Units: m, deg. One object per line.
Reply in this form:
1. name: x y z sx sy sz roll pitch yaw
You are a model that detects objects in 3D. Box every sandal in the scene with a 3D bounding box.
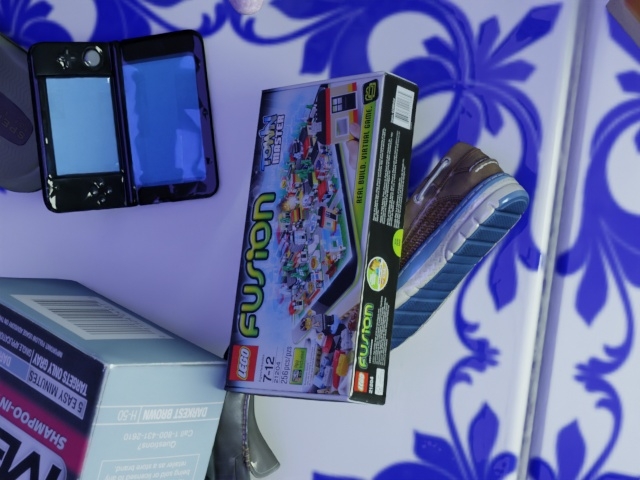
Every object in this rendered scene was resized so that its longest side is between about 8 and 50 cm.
1. sandal: -0.310 -0.143 0.975 0.303 0.086 0.120 31 103 17

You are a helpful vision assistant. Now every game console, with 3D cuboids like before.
1. game console: -0.140 -0.085 0.924 0.071 0.107 0.122 -6 90 50

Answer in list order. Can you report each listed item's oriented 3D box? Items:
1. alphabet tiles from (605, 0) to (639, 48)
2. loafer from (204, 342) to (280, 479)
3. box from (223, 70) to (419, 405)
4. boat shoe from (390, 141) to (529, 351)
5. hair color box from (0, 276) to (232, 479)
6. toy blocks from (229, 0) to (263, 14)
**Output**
1. alphabet tiles: 0.300 -0.159 0.691 0.285 0.011 0.342 -55 53 36
2. loafer: -0.058 0.150 0.917 0.061 0.062 0.170 12 99 -3
3. box: 0.000 0.000 0.845 0.114 0.036 0.207 -3 77 43
4. boat shoe: 0.055 0.012 0.861 0.183 0.066 0.066 -45 63 17
5. hair color box: -0.202 0.230 0.913 0.185 0.113 0.374 22 102 41
6. toy blocks: -0.083 -0.252 0.762 0.288 0.309 0.260 -10 83 22
